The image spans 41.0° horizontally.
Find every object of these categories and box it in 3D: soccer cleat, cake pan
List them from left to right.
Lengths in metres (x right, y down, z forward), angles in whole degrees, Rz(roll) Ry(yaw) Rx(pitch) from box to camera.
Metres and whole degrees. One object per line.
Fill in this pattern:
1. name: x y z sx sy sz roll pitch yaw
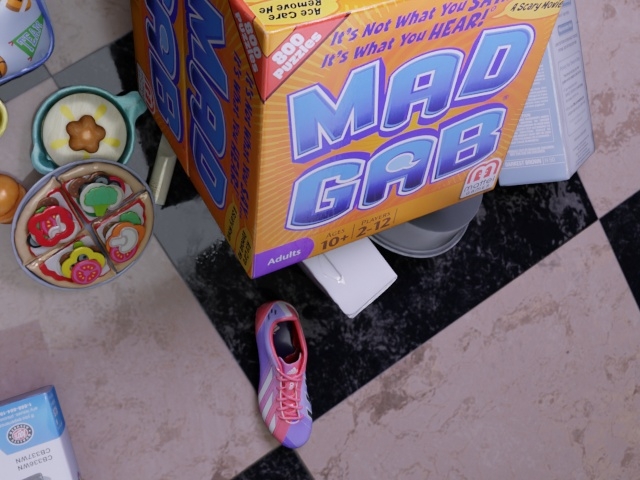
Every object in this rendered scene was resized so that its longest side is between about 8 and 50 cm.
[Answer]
1. soccer cleat: -0.052 0.212 1.313 0.083 0.095 0.247 -10 102 -18
2. cake pan: 0.132 -0.120 1.265 0.293 0.054 0.293 15 63 -31

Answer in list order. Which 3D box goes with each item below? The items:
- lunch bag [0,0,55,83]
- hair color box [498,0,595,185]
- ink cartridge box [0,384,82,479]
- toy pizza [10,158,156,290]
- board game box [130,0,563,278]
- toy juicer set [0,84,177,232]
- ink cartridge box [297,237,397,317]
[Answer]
1. lunch bag: -0.482 -0.283 1.019 0.303 0.115 0.243 -30 125 -22
2. hair color box: 0.321 -0.289 1.305 0.185 0.114 0.374 -33 115 -56
3. ink cartridge box: -0.412 0.352 1.122 0.198 0.197 0.270 -17 88 -16
4. toy pizza: -0.314 -0.015 1.162 0.201 0.032 0.201 -18 127 -26
5. board game box: 0.005 -0.243 1.004 0.356 0.356 0.356 -20 147 -22
6. toy juicer set: -0.316 -0.107 1.168 0.329 0.089 0.209 -7 101 -19
7. ink cartridge box: 0.000 0.000 1.227 0.093 0.219 0.160 -40 110 -5
